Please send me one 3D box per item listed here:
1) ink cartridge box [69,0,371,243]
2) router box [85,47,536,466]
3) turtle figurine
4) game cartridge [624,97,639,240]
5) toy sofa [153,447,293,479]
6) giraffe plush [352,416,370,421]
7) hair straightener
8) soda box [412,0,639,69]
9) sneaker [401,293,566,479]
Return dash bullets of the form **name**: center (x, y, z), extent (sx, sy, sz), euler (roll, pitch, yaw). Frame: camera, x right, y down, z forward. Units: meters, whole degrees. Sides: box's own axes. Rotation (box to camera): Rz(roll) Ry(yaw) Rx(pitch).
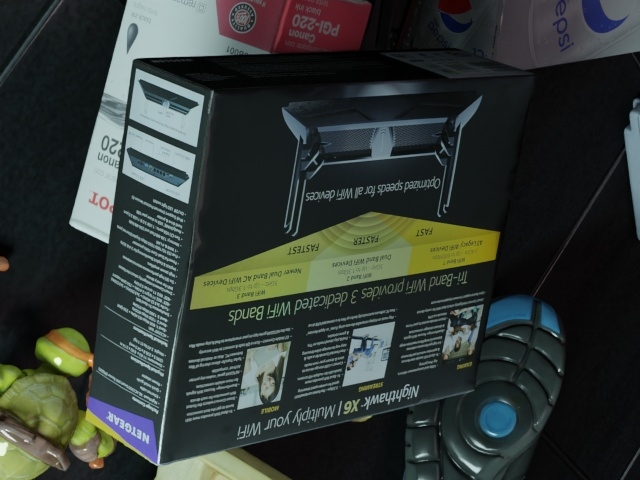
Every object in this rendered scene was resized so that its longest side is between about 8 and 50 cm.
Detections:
- **ink cartridge box**: center (-0.074, -0.086, 1.250), extent (0.092, 0.158, 0.218), euler (3, 106, -48)
- **router box**: center (0.000, 0.000, 1.184), extent (0.308, 0.081, 0.243), euler (-7, 113, -45)
- **turtle figurine**: center (-0.214, 0.149, 1.267), extent (0.217, 0.087, 0.269), euler (-58, 139, -9)
- **game cartridge**: center (0.428, -0.124, 1.845), extent (0.294, 0.060, 0.196), euler (-38, 136, -28)
- **toy sofa**: center (-0.126, 0.333, 1.366), extent (0.363, 0.150, 0.177), euler (-58, 155, -9)
- **giraffe plush**: center (-0.001, 0.027, 1.390), extent (0.170, 0.210, 0.181), euler (36, 48, -25)
- **hair straightener**: center (0.045, -0.209, 1.394), extent (0.089, 0.047, 0.230), euler (14, 123, -7)
- **soda box**: center (0.214, -0.212, 1.541), extent (0.286, 0.098, 0.091), euler (-13, 117, -42)
- **sneaker**: center (0.132, 0.211, 1.667), extent (0.341, 0.125, 0.139), euler (-66, 167, -4)
